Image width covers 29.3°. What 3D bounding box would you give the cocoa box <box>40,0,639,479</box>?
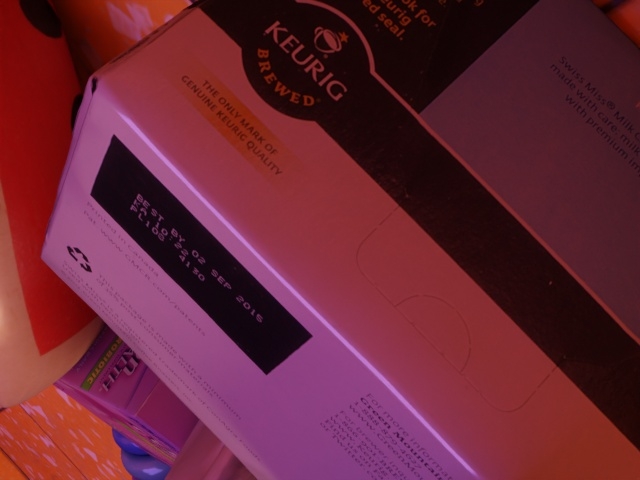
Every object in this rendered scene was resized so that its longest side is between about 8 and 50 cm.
[{"bbox_3d":[0.064,0.023,0.633,0.347,0.228,0.231,46,153,1],"label":"cocoa box"}]

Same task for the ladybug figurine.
[{"bbox_3d":[-0.276,-0.068,1.028,0.305,0.162,0.449,-128,26,-52],"label":"ladybug figurine"}]

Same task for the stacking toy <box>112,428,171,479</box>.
[{"bbox_3d":[-0.195,0.161,1.369,0.141,0.141,0.330,11,130,51],"label":"stacking toy"}]

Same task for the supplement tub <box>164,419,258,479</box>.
[{"bbox_3d":[0.042,0.256,0.980,0.338,0.207,0.207,34,156,-9],"label":"supplement tub"}]

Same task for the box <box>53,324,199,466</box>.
[{"bbox_3d":[-0.135,0.146,1.180,0.243,0.117,0.213,11,153,51],"label":"box"}]
